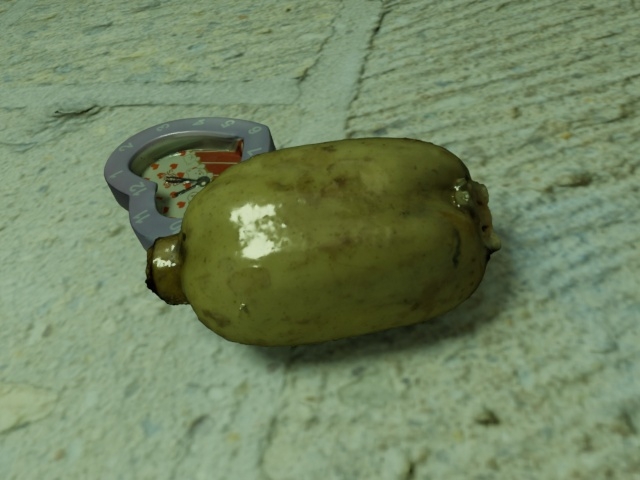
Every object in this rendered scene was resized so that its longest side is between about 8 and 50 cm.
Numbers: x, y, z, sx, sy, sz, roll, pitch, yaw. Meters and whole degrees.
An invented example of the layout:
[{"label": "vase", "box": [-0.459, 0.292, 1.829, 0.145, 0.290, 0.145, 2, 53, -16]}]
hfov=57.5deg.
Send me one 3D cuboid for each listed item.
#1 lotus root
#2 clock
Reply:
[{"label": "lotus root", "box": [0.000, 0.000, 0.467, 0.284, 0.146, 0.160, -10, 46, 3]}, {"label": "clock", "box": [-0.121, -0.059, 0.605, 0.172, 0.064, 0.198, -30, 49, -16]}]
